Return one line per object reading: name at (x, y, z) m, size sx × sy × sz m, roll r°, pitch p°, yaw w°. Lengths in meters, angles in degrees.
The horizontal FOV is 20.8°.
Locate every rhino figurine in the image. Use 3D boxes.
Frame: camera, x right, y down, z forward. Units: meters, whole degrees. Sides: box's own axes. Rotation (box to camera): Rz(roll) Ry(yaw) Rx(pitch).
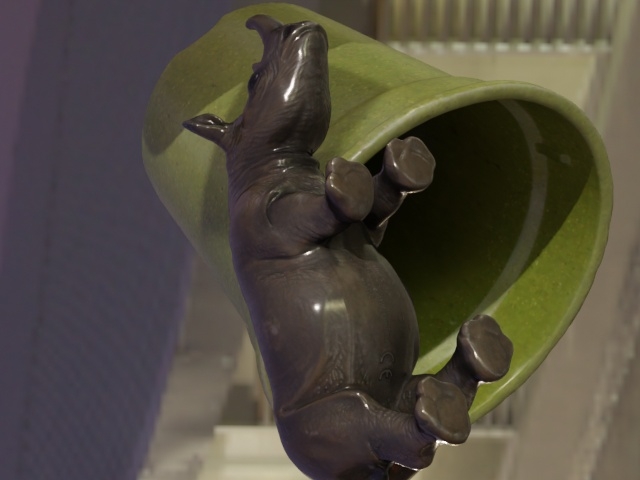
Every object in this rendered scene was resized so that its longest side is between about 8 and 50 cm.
rhino figurine at (0.000, 0.000, 0.760) m, size 0.106 × 0.073 × 0.243 m, roll -45°, pitch 55°, yaw 42°

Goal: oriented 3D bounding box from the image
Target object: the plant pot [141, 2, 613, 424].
plant pot at (0.013, -0.035, 1.196) m, size 0.254 × 0.276 × 0.276 m, roll 42°, pitch 142°, yaw 43°
